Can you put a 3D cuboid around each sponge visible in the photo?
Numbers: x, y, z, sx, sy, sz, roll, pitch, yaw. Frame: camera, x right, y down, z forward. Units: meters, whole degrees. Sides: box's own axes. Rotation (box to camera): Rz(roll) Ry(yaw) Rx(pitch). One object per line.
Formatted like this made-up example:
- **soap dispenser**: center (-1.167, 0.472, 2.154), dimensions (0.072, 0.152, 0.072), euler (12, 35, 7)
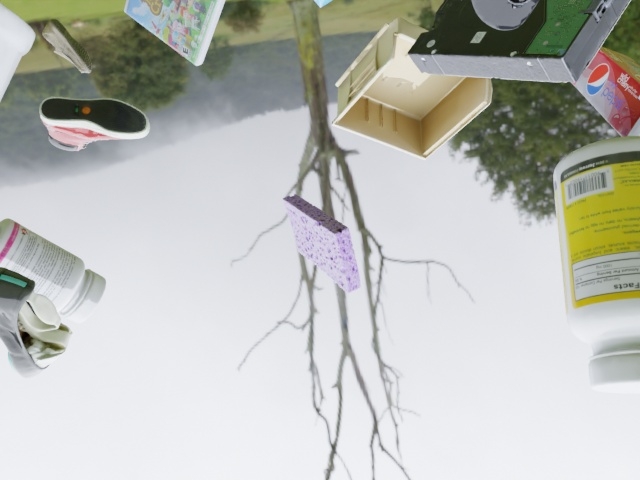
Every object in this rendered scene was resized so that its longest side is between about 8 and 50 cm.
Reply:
- **sponge**: center (0.000, 0.000, 1.205), dimensions (0.031, 0.117, 0.210), euler (-24, -151, -19)

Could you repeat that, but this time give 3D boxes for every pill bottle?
- **pill bottle**: center (-0.684, 0.082, 1.675), dimensions (0.160, 0.283, 0.160), euler (-34, -143, 30)
- **pill bottle**: center (0.438, 0.039, 0.961), dimensions (0.187, 0.334, 0.188), euler (1, 162, 0)

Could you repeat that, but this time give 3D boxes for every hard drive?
- **hard drive**: center (0.334, -0.378, 1.147), dimensions (0.339, 0.064, 0.237), euler (21, -107, 52)

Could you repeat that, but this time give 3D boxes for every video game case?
- **video game case**: center (-0.267, -0.468, 1.271), dimensions (0.193, 0.212, 0.023), euler (38, -141, 8)

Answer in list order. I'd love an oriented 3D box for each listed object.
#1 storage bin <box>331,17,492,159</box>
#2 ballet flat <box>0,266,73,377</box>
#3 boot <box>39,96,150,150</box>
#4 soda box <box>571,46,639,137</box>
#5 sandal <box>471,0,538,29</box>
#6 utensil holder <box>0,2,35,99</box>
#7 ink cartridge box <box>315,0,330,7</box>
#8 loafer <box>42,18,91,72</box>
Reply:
- **storage bin**: center (0.204, -0.333, 1.531), dimensions (0.262, 0.123, 0.260), euler (17, 148, -24)
- **ballet flat**: center (-0.453, 0.144, 1.073), dimensions (0.096, 0.280, 0.095), euler (6, -125, 1)
- **boot**: center (-0.532, -0.263, 1.636), dimensions (0.244, 0.088, 0.176), euler (6, 159, -10)
- **soda box**: center (0.538, -0.254, 1.193), dimensions (0.092, 0.083, 0.263), euler (15, -147, -13)
- **sandal**: center (0.237, -0.340, 0.788), dimensions (0.097, 0.254, 0.054), euler (-3, -119, -4)
- **utensil holder**: center (-0.649, -0.207, 0.973), dimensions (0.327, 0.385, 0.327), euler (25, 177, 1)
- **ink cartridge box**: center (0.012, -0.487, 1.148), dimensions (0.090, 0.092, 0.143), euler (-35, 170, -12)
- **loafer**: center (-0.613, -0.465, 1.654), dimensions (0.050, 0.148, 0.056), euler (-23, -145, 15)
